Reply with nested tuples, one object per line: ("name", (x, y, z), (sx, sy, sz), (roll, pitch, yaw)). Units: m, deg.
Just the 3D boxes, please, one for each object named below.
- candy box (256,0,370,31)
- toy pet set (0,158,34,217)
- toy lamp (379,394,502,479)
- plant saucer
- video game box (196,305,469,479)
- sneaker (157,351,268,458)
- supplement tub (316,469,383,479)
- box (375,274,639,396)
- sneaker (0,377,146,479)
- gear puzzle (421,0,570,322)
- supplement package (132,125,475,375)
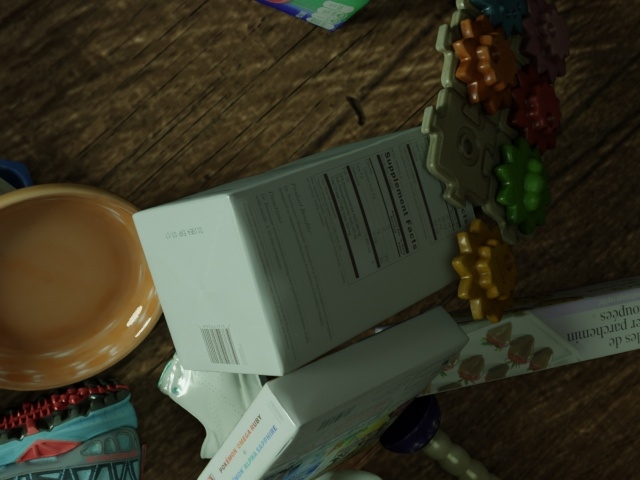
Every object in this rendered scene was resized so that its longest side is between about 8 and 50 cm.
("candy box", (-0.082, -0.291, 0.620), (0.317, 0.268, 0.122), (20, 86, -14))
("toy pet set", (-0.299, -0.019, 0.709), (0.122, 0.065, 0.114), (38, 120, -11))
("toy lamp", (0.181, 0.255, 0.826), (0.275, 0.080, 0.080), (43, 84, -12))
("plant saucer", (-0.224, 0.037, 0.692), (0.200, 0.037, 0.200), (-16, 128, -21))
("video game box", (0.005, 0.149, 0.688), (0.205, 0.187, 0.048), (-17, 58, -44))
("sneaker", (-0.106, 0.102, 0.749), (0.094, 0.080, 0.212), (-17, 99, 1))
("supplement tub", (0.039, 0.386, 0.723), (0.228, 0.228, 0.316), (-28, 100, -10))
("box", (0.216, 0.090, 0.827), (0.324, 0.067, 0.063), (-10, 97, -12))
("sneaker", (-0.274, 0.216, 0.700), (0.262, 0.104, 0.125), (-18, 100, -11))
("gear puzzle", (0.161, -0.095, 0.719), (0.175, 0.044, 0.338), (30, 64, -39))
("supplement package", (0.000, 0.000, 0.682), (0.244, 0.139, 0.133), (-23, 100, -39))
